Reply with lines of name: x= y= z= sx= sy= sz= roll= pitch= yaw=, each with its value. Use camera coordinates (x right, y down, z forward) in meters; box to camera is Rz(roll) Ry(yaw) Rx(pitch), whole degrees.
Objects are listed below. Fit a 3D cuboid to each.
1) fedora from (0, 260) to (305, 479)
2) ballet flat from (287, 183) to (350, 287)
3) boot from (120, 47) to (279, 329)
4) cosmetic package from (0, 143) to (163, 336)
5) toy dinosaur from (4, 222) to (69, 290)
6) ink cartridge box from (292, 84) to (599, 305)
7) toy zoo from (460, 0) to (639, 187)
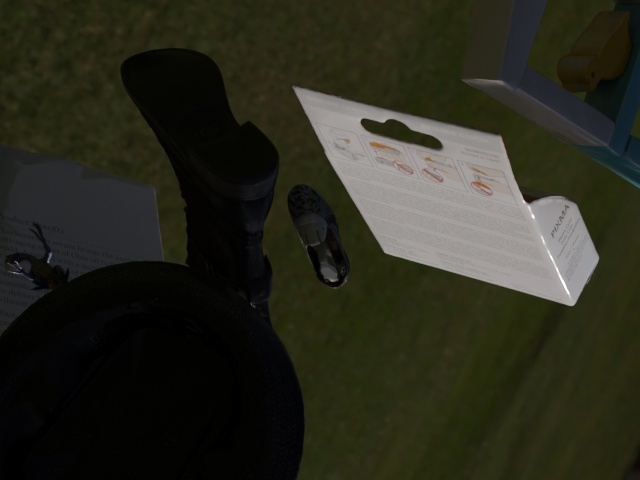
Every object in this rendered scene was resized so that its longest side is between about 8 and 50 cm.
fedora: x=-0.155 y=0.185 z=1.391 sx=0.334 sy=0.334 sz=0.152 roll=-66 pitch=163 yaw=0
ballet flat: x=0.000 y=0.000 z=1.466 sx=0.041 sy=0.041 sz=0.114 roll=-55 pitch=134 yaw=-38
boot: x=-0.115 y=-0.035 z=1.491 sx=0.091 sy=0.263 sz=0.229 roll=-18 pitch=136 yaw=-21
cosmetic package: x=-0.291 y=0.129 z=1.685 sx=0.161 sy=0.230 sz=0.453 roll=-47 pitch=-140 yaw=38
toy dinosaur: x=-0.263 y=0.033 z=1.464 sx=0.047 sy=0.090 sz=0.082 roll=-30 pitch=-165 yaw=-17
ink cartridge box: x=0.166 y=-0.080 z=2.026 sx=0.091 sy=0.308 sz=0.385 roll=-59 pitch=145 yaw=-21
toy zoo: x=0.176 y=-0.133 z=0.826 sx=0.293 sy=0.030 sz=0.192 roll=26 pitch=81 yaw=-40
